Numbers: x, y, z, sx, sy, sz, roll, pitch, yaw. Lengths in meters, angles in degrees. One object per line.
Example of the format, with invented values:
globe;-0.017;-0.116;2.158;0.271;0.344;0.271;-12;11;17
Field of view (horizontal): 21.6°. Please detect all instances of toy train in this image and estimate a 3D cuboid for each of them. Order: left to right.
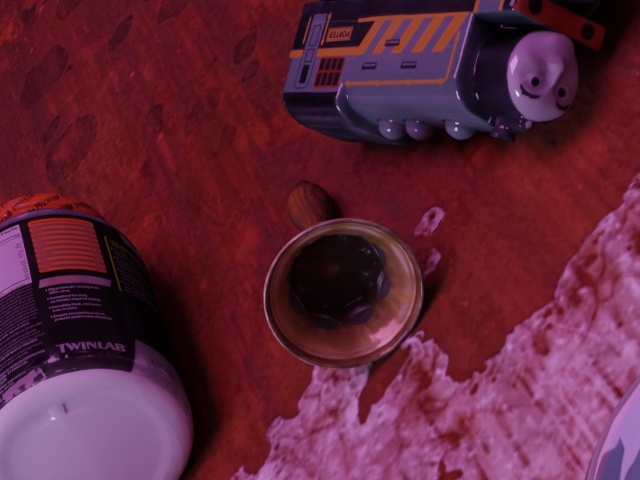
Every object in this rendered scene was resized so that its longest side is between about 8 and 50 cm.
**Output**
toy train;0.099;-0.171;1.372;0.334;0.142;0.190;8;81;54

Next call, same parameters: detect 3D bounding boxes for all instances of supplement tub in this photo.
supplement tub;-0.235;0.099;1.531;0.193;0.193;0.316;-48;32;16

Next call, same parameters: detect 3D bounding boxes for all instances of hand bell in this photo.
hand bell;0.000;0.000;1.403;0.126;0.126;0.242;-51;20;11

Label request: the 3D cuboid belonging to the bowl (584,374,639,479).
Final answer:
bowl;0.251;0.147;0.847;0.311;0.163;0.311;-34;40;34
